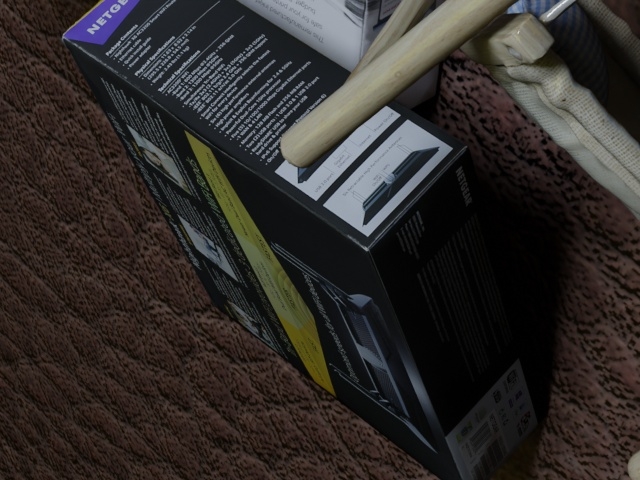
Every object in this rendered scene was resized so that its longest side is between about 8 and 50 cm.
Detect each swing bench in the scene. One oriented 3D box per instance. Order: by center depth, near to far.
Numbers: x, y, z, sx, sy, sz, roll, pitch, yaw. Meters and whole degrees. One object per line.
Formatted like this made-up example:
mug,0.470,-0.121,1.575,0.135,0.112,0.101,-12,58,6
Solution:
swing bench,0.171,-0.050,0.723,0.253,0.165,0.255,44,142,-15

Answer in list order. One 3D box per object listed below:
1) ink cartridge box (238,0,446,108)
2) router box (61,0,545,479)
ink cartridge box,0.002,-0.176,0.977,0.140,0.082,0.190,34,139,32
router box,0.000,0.000,1.003,0.243,0.081,0.309,35,163,31
